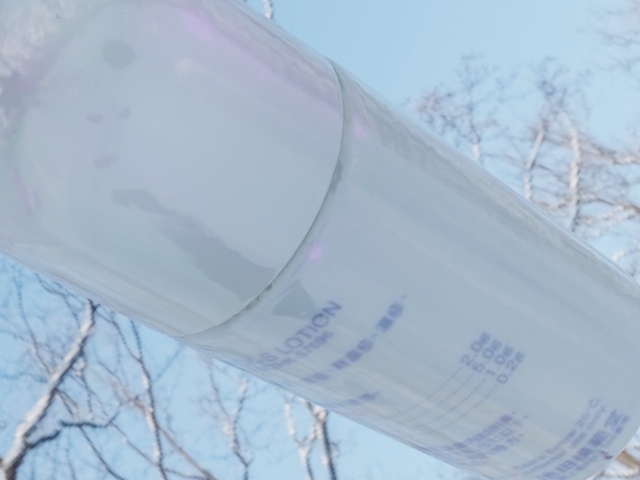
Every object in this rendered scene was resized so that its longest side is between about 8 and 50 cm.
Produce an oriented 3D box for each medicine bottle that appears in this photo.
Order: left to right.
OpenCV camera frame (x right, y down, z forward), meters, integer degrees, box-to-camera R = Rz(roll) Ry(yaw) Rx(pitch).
[{"bbox_3d":[0.000,0.000,0.495,0.341,0.130,0.130,29,-90,-36],"label":"medicine bottle"}]
